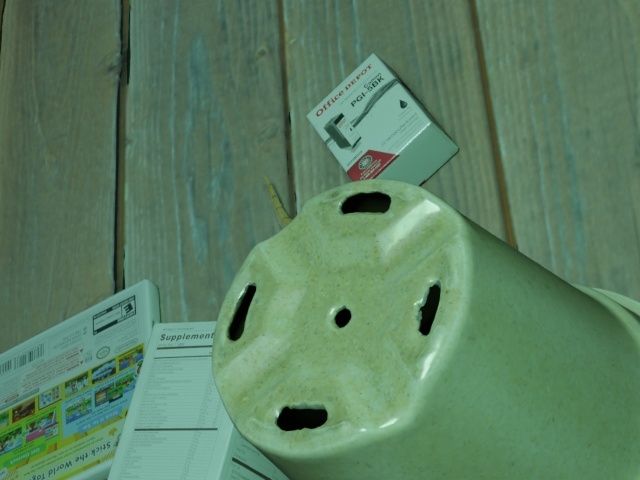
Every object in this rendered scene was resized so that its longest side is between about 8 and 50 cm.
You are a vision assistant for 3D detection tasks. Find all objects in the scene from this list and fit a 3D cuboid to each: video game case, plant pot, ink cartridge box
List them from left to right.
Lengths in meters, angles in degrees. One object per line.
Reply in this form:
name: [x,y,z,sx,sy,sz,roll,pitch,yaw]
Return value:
video game case: [-0.258,0.170,1.718,0.227,0.026,0.206,-27,48,22]
ink cartridge box: [0.059,-0.107,1.627,0.099,0.056,0.135,-43,44,8]
plant pot: [0.092,0.119,1.267,0.333,0.305,0.334,-20,51,27]

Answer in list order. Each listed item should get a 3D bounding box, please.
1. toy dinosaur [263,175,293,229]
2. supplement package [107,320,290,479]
toy dinosaur: [0.000,0.000,1.615,0.211,0.064,0.112,5,53,47]
supplement package: [-0.094,0.207,1.479,0.139,0.134,0.244,-4,60,37]
